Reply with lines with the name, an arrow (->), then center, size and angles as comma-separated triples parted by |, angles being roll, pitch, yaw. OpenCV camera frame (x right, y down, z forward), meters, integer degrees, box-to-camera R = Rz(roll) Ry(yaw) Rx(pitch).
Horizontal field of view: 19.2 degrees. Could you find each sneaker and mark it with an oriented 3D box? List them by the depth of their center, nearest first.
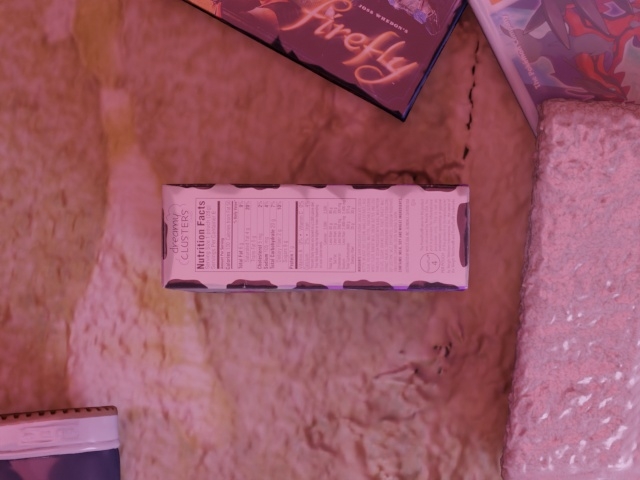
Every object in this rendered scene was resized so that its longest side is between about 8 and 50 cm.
sneaker -> -0.274, 0.204, 1.312 | 0.282, 0.099, 0.153 | -7, 87, 0

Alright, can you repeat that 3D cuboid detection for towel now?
towel -> 0.225, 0.047, 1.291 | 0.187, 0.049, 0.282 | 4, 97, -1

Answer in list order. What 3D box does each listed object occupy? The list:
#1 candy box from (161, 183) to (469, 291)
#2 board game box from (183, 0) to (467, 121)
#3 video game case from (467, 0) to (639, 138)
candy box -> 0.000, 0.000, 1.264 | 0.196, 0.165, 0.070 | 0, 88, 4
board game box -> -0.009, -0.213, 1.327 | 0.243, 0.042, 0.165 | 28, 91, 3
video game case -> 0.221, -0.130, 1.302 | 0.183, 0.023, 0.201 | -28, 102, 3
